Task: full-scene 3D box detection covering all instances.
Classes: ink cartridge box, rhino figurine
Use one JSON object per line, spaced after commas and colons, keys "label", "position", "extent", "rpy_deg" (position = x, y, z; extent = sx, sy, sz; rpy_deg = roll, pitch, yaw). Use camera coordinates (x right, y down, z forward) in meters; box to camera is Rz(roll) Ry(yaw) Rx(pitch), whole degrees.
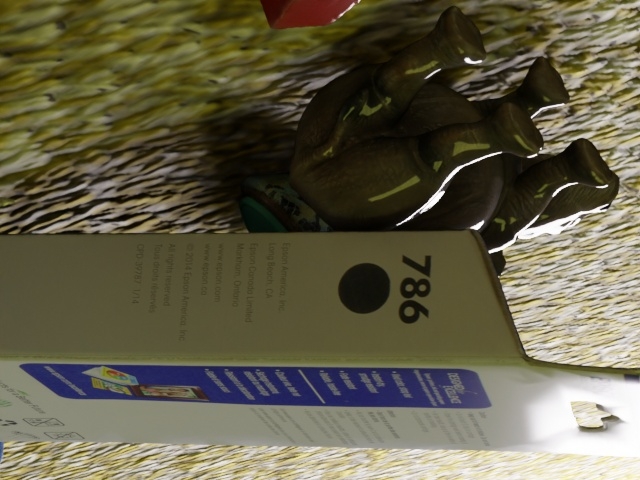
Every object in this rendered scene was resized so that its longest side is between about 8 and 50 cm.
{"label": "ink cartridge box", "position": [-0.018, 0.049, 0.847], "extent": [0.332, 0.065, 0.165], "rpy_deg": [1, 161, 12]}
{"label": "rhino figurine", "position": [0.070, -0.031, 0.859], "extent": [0.106, 0.073, 0.243], "rpy_deg": [-28, 160, 21]}

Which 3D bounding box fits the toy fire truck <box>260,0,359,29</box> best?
{"label": "toy fire truck", "position": [-0.007, -0.131, 0.556], "extent": [0.135, 0.047, 0.192], "rpy_deg": [-4, 156, -34]}

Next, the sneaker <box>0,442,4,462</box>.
{"label": "sneaker", "position": [-0.265, 0.093, 0.906], "extent": [0.090, 0.081, 0.232], "rpy_deg": [-27, 153, 37]}

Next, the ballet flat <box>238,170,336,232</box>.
{"label": "ballet flat", "position": [0.000, 0.000, 0.919], "extent": [0.070, 0.070, 0.188], "rpy_deg": [-16, 162, -5]}

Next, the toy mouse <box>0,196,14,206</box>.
{"label": "toy mouse", "position": [-0.190, -0.018, 0.729], "extent": [0.143, 0.031, 0.161], "rpy_deg": [-10, 159, -20]}
